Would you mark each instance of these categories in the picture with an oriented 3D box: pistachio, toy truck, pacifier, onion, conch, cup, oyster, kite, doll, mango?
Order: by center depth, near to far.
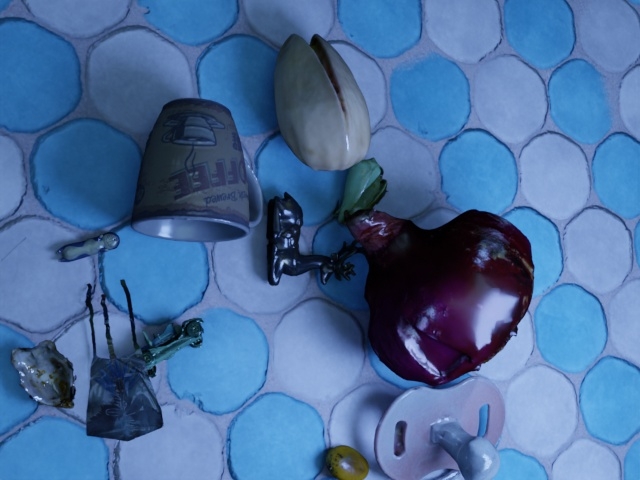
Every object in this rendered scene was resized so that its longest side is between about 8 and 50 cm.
[{"bbox_3d":[-0.514,0.257,1.502,0.103,0.051,0.148,-22,94,-4],"label":"oyster"},{"bbox_3d":[-0.384,0.231,1.529,0.169,0.015,0.310,-5,87,19],"label":"kite"},{"bbox_3d":[-0.455,0.014,1.559,0.125,0.027,0.037,-19,100,-22],"label":"doll"},{"bbox_3d":[-0.219,-0.131,1.586,0.301,0.227,0.257,17,73,-49],"label":"cup"},{"bbox_3d":[-0.306,0.201,1.587,0.154,0.080,0.078,-32,71,-21],"label":"toy truck"},{"bbox_3d":[0.214,0.073,1.662,0.420,0.398,0.398,38,72,3],"label":"onion"},{"bbox_3d":[-0.002,-0.291,1.672,0.193,0.214,0.318,-13,79,-21],"label":"pistachio"},{"bbox_3d":[0.060,0.484,1.713,0.114,0.057,0.079,25,42,-37],"label":"mango"},{"bbox_3d":[0.276,0.423,1.727,0.332,0.273,0.220,-5,71,-23],"label":"pacifier"},{"bbox_3d":[0.094,-0.103,1.771,0.106,0.079,0.170,26,88,-17],"label":"conch"}]

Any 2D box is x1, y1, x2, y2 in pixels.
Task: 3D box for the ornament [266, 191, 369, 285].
[{"bbox_3d":[0.000,0.000,1.721,0.236,0.080,0.202,2,88,-19],"label":"ornament"}]
